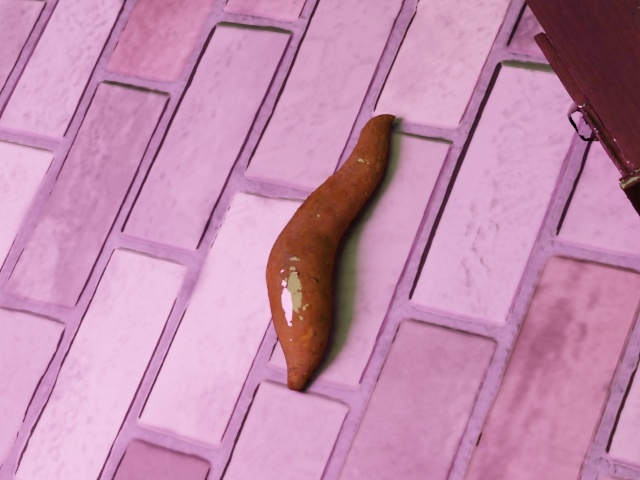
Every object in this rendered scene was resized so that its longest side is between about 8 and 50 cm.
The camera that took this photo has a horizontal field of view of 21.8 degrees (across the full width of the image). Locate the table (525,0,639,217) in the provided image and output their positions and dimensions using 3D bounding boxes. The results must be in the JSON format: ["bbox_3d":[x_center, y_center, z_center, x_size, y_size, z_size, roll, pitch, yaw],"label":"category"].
[{"bbox_3d":[0.266,-0.111,1.198,0.172,0.169,0.193,-31,55,10],"label":"table"}]

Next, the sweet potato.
[{"bbox_3d":[-0.001,-0.002,1.355,0.069,0.059,0.250,15,68,12],"label":"sweet potato"}]
